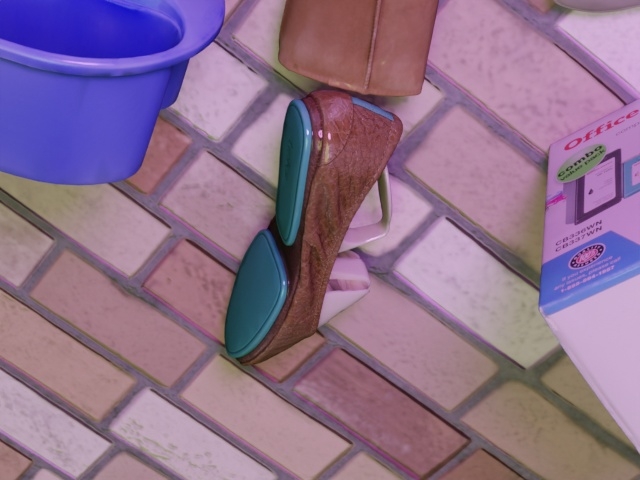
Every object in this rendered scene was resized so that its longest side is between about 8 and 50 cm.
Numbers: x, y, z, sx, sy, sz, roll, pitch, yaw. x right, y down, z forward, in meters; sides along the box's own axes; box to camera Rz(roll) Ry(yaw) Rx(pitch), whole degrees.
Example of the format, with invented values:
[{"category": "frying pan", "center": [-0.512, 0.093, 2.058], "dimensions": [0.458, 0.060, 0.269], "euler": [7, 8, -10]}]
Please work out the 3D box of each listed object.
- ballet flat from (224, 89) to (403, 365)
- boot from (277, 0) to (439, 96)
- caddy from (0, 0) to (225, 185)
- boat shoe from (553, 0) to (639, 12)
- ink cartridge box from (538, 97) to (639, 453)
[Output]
[{"category": "ballet flat", "center": [0.000, 0.000, 1.159], "dimensions": [0.124, 0.116, 0.342], "euler": [1, 133, -20]}, {"category": "boot", "center": [0.098, -0.242, 0.999], "dimensions": [0.236, 0.089, 0.269], "euler": [20, 125, 11]}, {"category": "caddy", "center": [-0.251, -0.196, 1.003], "dimensions": [0.341, 0.241, 0.179], "euler": [16, 131, 0]}, {"category": "boat shoe", "center": [0.255, -0.217, 1.007], "dimensions": [0.125, 0.038, 0.046], "euler": [-2, 164, 19]}, {"category": "ink cartridge box", "center": [0.316, 0.012, 1.003], "dimensions": [0.198, 0.270, 0.197], "euler": [-28, 112, 26]}]
